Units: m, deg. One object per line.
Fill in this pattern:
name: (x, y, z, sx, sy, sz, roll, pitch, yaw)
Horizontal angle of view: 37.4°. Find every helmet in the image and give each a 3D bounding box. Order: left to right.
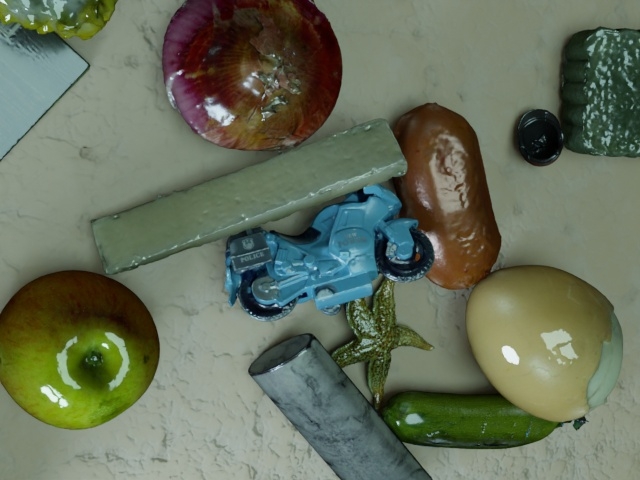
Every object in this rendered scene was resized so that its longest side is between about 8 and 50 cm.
helmet: (0.316, -0.142, 1.358, 0.065, 0.049, 0.084, -5, 73, 13)

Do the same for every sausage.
sausage: (0.166, -0.056, 1.283, 0.133, 0.133, 0.258, -18, 107, -15)

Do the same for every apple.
apple: (-0.291, 0.132, 1.132, 0.196, 0.196, 0.196, -3, 101, -18)

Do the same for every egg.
egg: (0.311, 0.137, 1.329, 0.244, 0.201, 0.201, 36, 87, -12)

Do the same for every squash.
squash: (0.239, 0.264, 1.387, 0.331, 0.087, 0.087, 3, 99, -20)

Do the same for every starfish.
starfish: (0.088, 0.139, 1.337, 0.176, 0.053, 0.208, 5, 104, -30)

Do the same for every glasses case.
glasses case: (0.032, 0.260, 1.308, 0.114, 0.060, 0.299, -27, 113, 26)

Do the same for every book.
book: (-0.408, -0.179, 1.115, 0.160, 0.024, 0.228, 44, 84, -20)

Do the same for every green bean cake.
green bean cake: (0.442, -0.212, 1.364, 0.185, 0.094, 0.183, -2, 101, -18)

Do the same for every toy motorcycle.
toy motorcycle: (0.000, 0.000, 1.228, 0.272, 0.123, 0.182, -16, 65, -4)

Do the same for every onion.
onion: (-0.078, -0.215, 1.150, 0.230, 0.163, 0.230, -1, 97, -11)

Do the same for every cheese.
cheese: (-0.089, -0.055, 1.183, 0.400, 0.034, 0.085, -19, 65, -1)

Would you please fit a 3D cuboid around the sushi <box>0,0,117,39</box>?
sushi: (-0.296, -0.435, 0.943, 0.351, 0.240, 0.396, 30, 110, -23)
